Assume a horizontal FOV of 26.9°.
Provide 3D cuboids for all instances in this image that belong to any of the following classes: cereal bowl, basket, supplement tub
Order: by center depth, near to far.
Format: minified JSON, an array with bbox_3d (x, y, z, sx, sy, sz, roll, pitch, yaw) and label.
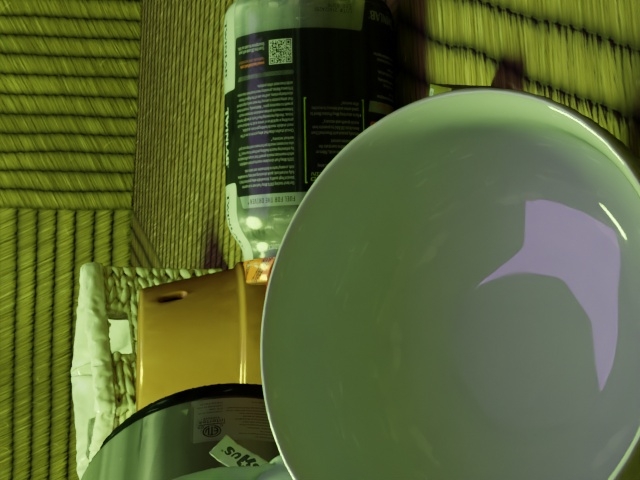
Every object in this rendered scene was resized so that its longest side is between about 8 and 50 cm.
[{"bbox_3d":[0.125,0.069,0.970,0.339,0.141,0.339,-10,74,35],"label":"cereal bowl"},{"bbox_3d":[-0.011,-0.110,1.495,0.193,0.193,0.316,164,106,-73],"label":"supplement tub"},{"bbox_3d":[-0.293,0.260,2.350,0.331,0.266,0.328,107,157,-44],"label":"basket"}]

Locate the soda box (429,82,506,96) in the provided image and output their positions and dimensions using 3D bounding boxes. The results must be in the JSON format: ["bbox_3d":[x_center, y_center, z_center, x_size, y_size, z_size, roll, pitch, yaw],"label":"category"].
[{"bbox_3d":[0.131,-0.051,1.232,0.058,0.061,0.181,-145,56,-70],"label":"soda box"}]

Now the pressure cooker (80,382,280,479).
[{"bbox_3d":[-0.092,0.399,1.357,0.369,0.375,0.420,-33,29,16],"label":"pressure cooker"}]

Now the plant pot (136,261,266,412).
[{"bbox_3d":[-0.166,0.172,1.962,0.291,0.203,0.291,-179,90,-82],"label":"plant pot"}]

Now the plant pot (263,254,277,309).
[{"bbox_3d":[0.033,0.107,1.349,0.191,0.191,0.174,-108,20,-47],"label":"plant pot"}]

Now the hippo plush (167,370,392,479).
[{"bbox_3d":[0.072,0.185,1.201,0.237,0.294,0.234,-59,-12,20],"label":"hippo plush"}]
